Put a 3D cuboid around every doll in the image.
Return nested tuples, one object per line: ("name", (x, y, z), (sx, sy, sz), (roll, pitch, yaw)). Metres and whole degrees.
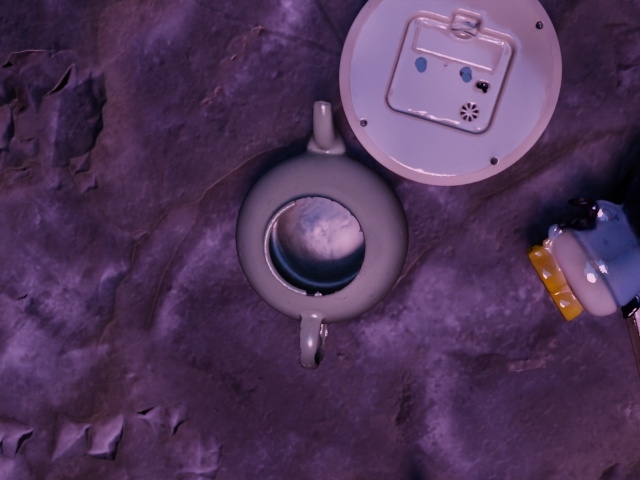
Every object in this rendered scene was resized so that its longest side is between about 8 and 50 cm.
("doll", (0.373, -0.029, 0.651), (0.314, 0.141, 0.177), (-30, 113, 14))

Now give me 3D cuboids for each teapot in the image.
("teapot", (0.000, 0.000, 0.696), (0.193, 0.129, 0.294), (5, 98, 6))

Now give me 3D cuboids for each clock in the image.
("clock", (0.135, -0.174, 0.681), (0.230, 0.083, 0.230), (0, 97, 3))

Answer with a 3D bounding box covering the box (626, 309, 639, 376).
("box", (0.432, 0.137, 0.724), (0.129, 0.033, 0.247), (-16, 97, 8))
